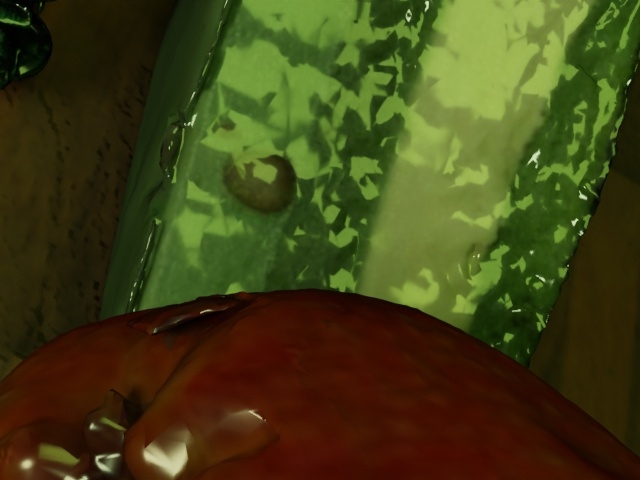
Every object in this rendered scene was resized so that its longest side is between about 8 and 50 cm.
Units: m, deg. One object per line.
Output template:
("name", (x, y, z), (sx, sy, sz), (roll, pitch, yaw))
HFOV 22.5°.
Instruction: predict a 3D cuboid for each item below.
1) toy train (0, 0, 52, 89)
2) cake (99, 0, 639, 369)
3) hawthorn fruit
("toy train", (-0.142, -0.130, 0.596), (0.111, 0.071, 0.170), (11, 53, -17))
("cake", (-0.001, 0.005, 0.606), (0.158, 0.172, 0.283), (20, 82, -14))
("hawthorn fruit", (0.029, 0.137, 0.429), (0.299, 0.211, 0.211), (29, 45, -27))
